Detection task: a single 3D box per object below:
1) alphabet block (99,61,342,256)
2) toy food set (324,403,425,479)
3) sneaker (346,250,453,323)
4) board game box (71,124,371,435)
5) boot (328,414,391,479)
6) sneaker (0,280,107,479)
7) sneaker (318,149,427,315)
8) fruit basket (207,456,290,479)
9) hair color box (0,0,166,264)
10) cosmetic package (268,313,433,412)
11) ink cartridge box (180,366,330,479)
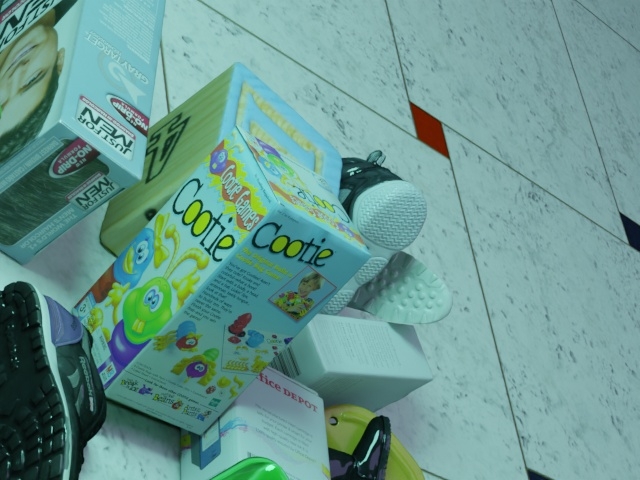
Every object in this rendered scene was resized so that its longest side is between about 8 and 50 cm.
[{"bbox_3d":[-0.112,-0.051,1.879,0.192,0.197,0.193,41,32,-23],"label":"alphabet block"},{"bbox_3d":[0.053,0.299,1.912,0.128,0.071,0.218,-35,83,-28],"label":"toy food set"},{"bbox_3d":[0.066,0.053,2.038,0.095,0.235,0.090,30,78,-63],"label":"sneaker"},{"bbox_3d":[-0.107,0.044,1.679,0.144,0.275,0.142,30,21,-40],"label":"board game box"},{"bbox_3d":[0.026,0.250,1.858,0.099,0.045,0.121,14,65,-10],"label":"boot"},{"bbox_3d":[-0.246,0.175,1.549,0.124,0.107,0.283,35,35,-44],"label":"sneaker"},{"bbox_3d":[0.000,0.000,1.972,0.101,0.268,0.153,45,9,-37],"label":"sneaker"},{"bbox_3d":[-0.045,0.402,1.528,0.283,0.392,0.392,-28,83,-19],"label":"fruit basket"},{"bbox_3d":[-0.279,-0.173,1.760,0.113,0.185,0.374,38,34,-31],"label":"hair color box"},{"bbox_3d":[0.021,0.153,1.956,0.231,0.117,0.085,9,55,-54],"label":"cosmetic package"},{"bbox_3d":[-0.069,0.245,1.752,0.154,0.093,0.212,33,38,-36],"label":"ink cartridge box"}]
